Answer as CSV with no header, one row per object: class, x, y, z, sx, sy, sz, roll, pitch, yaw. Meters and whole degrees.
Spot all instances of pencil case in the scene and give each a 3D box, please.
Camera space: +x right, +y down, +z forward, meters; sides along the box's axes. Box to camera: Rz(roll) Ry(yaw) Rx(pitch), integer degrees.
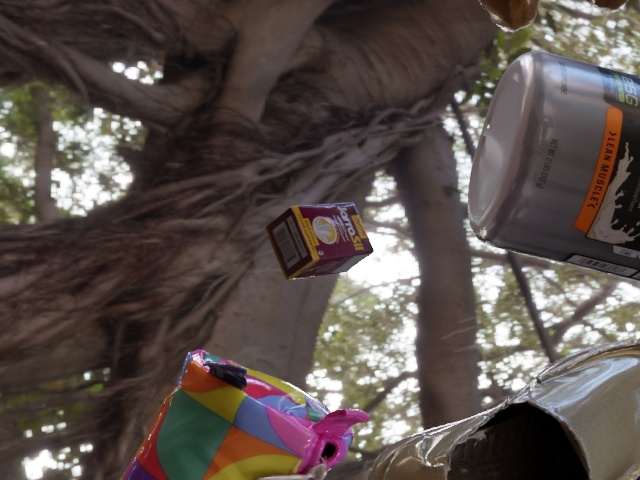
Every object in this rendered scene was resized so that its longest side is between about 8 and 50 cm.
pencil case,-0.071,0.168,0.458,0.104,0.104,0.236,26,-93,36

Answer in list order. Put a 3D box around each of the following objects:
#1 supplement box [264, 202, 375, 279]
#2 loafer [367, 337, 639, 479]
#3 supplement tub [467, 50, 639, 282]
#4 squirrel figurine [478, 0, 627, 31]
supplement box,0.000,0.000,0.834,0.043,0.083,0.055,-37,-110,39
loafer,0.165,0.142,0.636,0.102,0.268,0.092,68,-21,3
supplement tub,0.192,-0.034,0.541,0.190,0.117,0.117,13,-77,-4
squirrel figurine,0.190,-0.396,0.848,0.281,0.370,0.397,-19,-79,-1
